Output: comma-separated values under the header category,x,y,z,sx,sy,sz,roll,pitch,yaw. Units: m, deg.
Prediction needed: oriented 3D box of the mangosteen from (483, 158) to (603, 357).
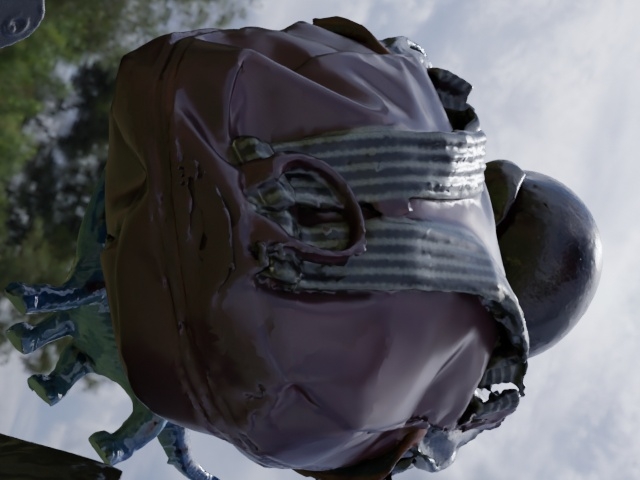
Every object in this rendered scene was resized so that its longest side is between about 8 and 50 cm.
category,x,y,z,sx,sy,sz,roll,pitch,yaw
mangosteen,0.174,0.019,1.200,0.210,0.210,0.210,-50,-152,39

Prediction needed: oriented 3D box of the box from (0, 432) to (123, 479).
category,x,y,z,sx,sy,sz,roll,pitch,yaw
box,-0.211,0.196,0.570,0.231,0.149,0.155,-50,155,-75

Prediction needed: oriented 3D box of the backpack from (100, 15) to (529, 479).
category,x,y,z,sx,sy,sz,roll,pitch,yaw
backpack,0.000,0.000,0.690,0.197,0.317,0.283,-11,-100,21

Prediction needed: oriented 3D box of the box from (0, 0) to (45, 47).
category,x,y,z,sx,sy,sz,roll,pitch,yaw
box,-0.301,-0.266,0.882,0.058,0.211,0.350,52,-32,28

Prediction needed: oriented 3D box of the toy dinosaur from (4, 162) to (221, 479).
category,x,y,z,sx,sy,sz,roll,pitch,yaw
toy dinosaur,-0.136,0.062,0.796,0.076,0.144,0.329,6,-65,48
